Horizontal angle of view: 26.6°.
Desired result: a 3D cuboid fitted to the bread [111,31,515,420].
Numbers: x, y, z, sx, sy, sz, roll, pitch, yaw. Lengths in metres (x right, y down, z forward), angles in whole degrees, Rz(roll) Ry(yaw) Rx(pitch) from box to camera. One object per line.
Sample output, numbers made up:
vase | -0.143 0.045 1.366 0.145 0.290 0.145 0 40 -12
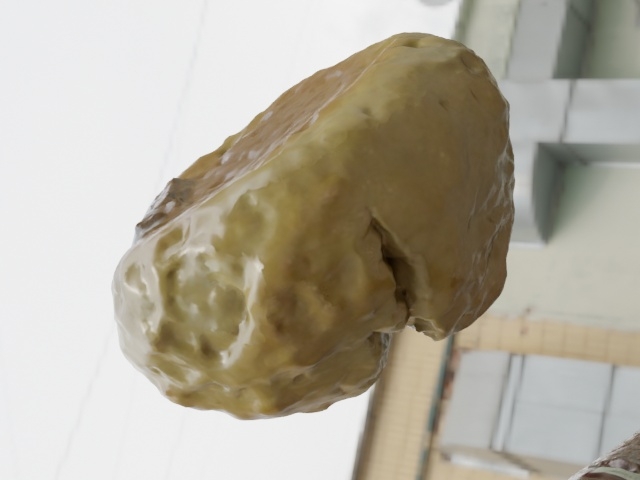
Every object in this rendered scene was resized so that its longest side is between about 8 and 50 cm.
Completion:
bread | 0.000 0.000 0.690 0.134 0.244 0.244 52 -132 -14

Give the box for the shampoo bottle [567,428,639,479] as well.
shampoo bottle | 0.171 0.101 0.604 0.236 0.067 0.068 -13 -114 -52
